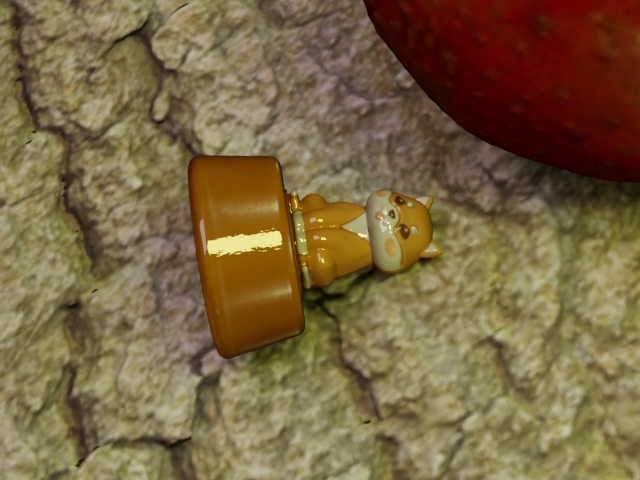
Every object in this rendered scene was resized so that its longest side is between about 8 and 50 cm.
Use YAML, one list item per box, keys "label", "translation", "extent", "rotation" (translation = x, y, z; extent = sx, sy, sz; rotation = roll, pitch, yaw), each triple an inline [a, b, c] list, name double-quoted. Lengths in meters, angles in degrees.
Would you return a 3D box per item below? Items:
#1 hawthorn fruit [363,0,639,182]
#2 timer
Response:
- label: "hawthorn fruit"
  translation: [0.175, -0.159, 1.054]
  extent: [0.307, 0.265, 0.265]
  rotation: [32, 84, 14]
- label: "timer"
  translation: [0.000, 0.000, 1.163]
  extent: [0.152, 0.132, 0.132]
  rotation: [-9, 60, 0]
